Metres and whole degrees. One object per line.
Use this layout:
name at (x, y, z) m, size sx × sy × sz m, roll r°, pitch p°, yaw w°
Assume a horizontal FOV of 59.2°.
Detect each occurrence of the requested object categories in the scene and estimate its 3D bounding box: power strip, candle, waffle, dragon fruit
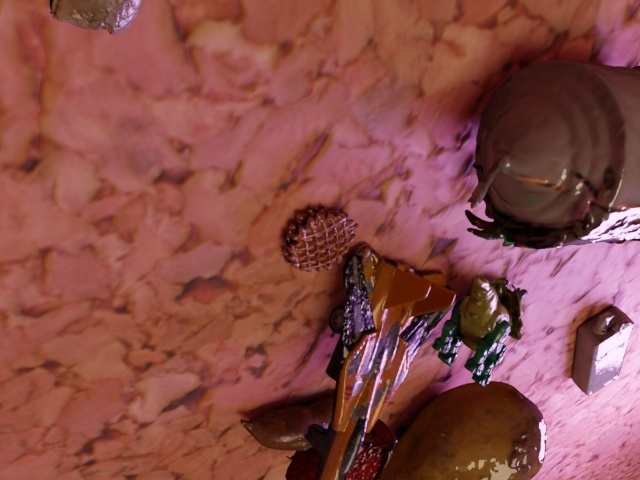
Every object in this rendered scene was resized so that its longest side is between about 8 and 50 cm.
power strip at (0.553, 0.210, 1.107) m, size 0.093 × 0.053 × 0.288 m, roll -28°, pitch 137°, yaw -5°
candle at (0.248, -0.081, 0.548) m, size 0.330 × 0.187 × 0.187 m, roll -5°, pitch 130°, yaw -28°
waffle at (0.000, 0.000, 0.583) m, size 0.083 × 0.029 × 0.075 m, roll 8°, pitch 123°, yaw -40°
dragon fruit at (0.014, 0.308, 0.818) m, size 0.161 × 0.127 × 0.120 m, roll 9°, pitch 104°, yaw -35°

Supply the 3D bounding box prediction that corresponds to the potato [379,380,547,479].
potato at (0.251, 0.353, 0.937) m, size 0.229 × 0.229 × 0.266 m, roll 13°, pitch 120°, yaw -40°

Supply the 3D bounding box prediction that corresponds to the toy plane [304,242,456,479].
toy plane at (0.047, 0.171, 0.691) m, size 0.204 × 0.103 × 0.316 m, roll 20°, pitch 100°, yaw -41°

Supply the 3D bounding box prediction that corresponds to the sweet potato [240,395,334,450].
sweet potato at (-0.007, 0.253, 0.785) m, size 0.226 × 0.068 × 0.068 m, roll -4°, pitch 130°, yaw -33°

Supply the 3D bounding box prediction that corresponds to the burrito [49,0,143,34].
burrito at (-0.106, -0.197, 0.326) m, size 0.051 × 0.042 × 0.171 m, roll 4°, pitch 127°, yaw -48°

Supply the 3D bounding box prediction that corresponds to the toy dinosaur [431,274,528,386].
toy dinosaur at (0.211, 0.108, 0.745) m, size 0.153 × 0.094 × 0.259 m, roll -61°, pitch 150°, yaw -1°
